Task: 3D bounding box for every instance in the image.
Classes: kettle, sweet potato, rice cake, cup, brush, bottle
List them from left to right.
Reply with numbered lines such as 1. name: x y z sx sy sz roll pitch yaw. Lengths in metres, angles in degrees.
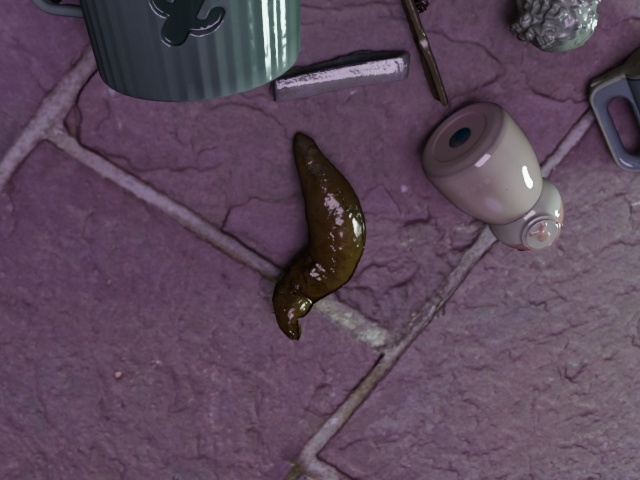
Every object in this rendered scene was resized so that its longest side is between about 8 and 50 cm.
1. cup: -0.200 -0.407 1.488 0.310 0.401 0.392 -31 130 -37
2. sweet potato: 0.003 0.002 1.806 0.124 0.098 0.310 6 110 -9
3. rice cake: 0.030 -0.232 1.735 0.206 0.036 0.047 -13 129 -8
4. brush: 0.142 -0.302 1.724 0.036 0.043 0.248 -21 117 4
5. bottle: 0.269 -0.077 1.806 0.147 0.147 0.236 -41 120 7
6. kettle: 0.530 -0.176 1.841 0.210 0.160 0.243 -24 114 30

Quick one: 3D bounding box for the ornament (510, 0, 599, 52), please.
1. ornament: 0.337 -0.397 1.682 0.120 0.130 0.285 -5 116 -26
